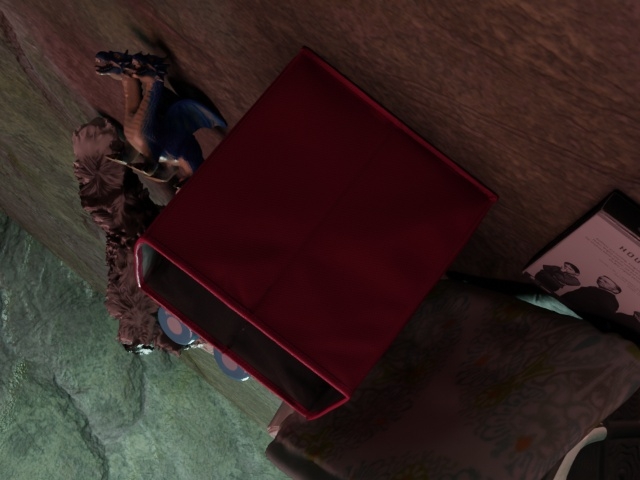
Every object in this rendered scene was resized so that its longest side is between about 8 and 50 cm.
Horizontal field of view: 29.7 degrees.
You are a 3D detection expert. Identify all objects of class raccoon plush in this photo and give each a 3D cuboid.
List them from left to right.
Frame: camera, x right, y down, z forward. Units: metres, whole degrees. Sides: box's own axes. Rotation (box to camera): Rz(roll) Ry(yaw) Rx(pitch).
[{"bbox_3d":[-0.241,-0.003,2.014,0.299,0.216,0.447,-72,-30,-82],"label":"raccoon plush"}]

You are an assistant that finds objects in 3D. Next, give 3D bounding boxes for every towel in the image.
[{"bbox_3d":[0.124,0.182,1.295,0.090,0.320,0.374,53,167,-22],"label":"towel"}]

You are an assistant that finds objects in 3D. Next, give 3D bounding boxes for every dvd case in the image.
[{"bbox_3d":[0.299,0.049,1.134,0.179,0.030,0.239,37,164,3],"label":"dvd case"}]

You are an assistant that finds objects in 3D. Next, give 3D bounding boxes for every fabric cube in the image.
[{"bbox_3d":[-0.016,0.004,1.274,0.259,0.258,0.254,37,165,1],"label":"fabric cube"}]

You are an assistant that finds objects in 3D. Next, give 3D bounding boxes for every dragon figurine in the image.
[{"bbox_3d":[-0.181,-0.142,1.533,0.085,0.144,0.289,22,177,40],"label":"dragon figurine"}]

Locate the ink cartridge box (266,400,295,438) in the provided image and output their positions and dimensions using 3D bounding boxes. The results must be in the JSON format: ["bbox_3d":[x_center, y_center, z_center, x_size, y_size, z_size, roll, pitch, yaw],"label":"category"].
[{"bbox_3d":[0.061,0.206,1.670,0.172,0.237,0.100,33,164,-5],"label":"ink cartridge box"}]

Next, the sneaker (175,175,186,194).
[{"bbox_3d":[-0.180,-0.069,1.794,0.070,0.051,0.134,35,169,-8],"label":"sneaker"}]

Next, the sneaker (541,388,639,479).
[{"bbox_3d":[0.394,0.263,1.389,0.257,0.169,0.447,14,157,-21],"label":"sneaker"}]

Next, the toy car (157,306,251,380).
[{"bbox_3d":[-0.094,0.032,1.726,0.210,0.219,0.238,30,134,25],"label":"toy car"}]
